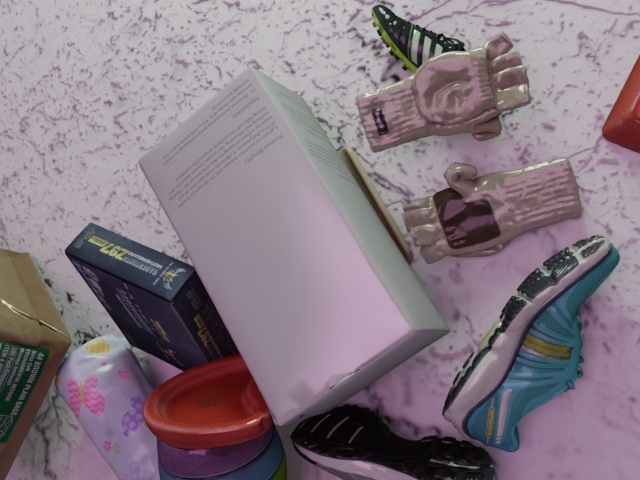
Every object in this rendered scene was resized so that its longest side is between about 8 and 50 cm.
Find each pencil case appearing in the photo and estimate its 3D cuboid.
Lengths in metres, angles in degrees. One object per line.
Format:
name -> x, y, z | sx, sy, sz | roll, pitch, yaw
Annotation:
pencil case -> -0.259, 0.259, 1.091 | 0.273, 0.113, 0.124 | 44, 97, 22

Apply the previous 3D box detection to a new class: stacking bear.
stacking bear -> -0.105, 0.310, 0.957 | 0.164, 0.175, 0.289 | -10, 109, 4

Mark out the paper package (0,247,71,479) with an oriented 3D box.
paper package -> -0.543, 0.195, 1.159 | 0.309, 0.168, 0.325 | 40, 106, 48

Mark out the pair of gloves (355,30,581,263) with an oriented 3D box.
pair of gloves -> 0.172, -0.100, 0.910 | 0.204, 0.042, 0.240 | -24, 93, 19

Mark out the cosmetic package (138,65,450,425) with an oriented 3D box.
cosmetic package -> -0.035, 0.005, 0.917 | 0.197, 0.155, 0.365 | -35, 73, 16

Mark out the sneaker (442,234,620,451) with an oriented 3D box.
sneaker -> 0.247, 0.115, 0.865 | 0.110, 0.107, 0.275 | 33, 107, 5

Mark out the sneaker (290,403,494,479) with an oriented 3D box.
sneaker -> 0.076, 0.279, 0.929 | 0.271, 0.100, 0.108 | 13, 122, 35

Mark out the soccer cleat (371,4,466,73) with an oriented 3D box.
soccer cleat -> 0.133, -0.233, 0.955 | 0.072, 0.060, 0.179 | -41, 76, 9

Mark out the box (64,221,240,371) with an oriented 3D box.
box -> -0.210, 0.092, 1.020 | 0.183, 0.232, 0.059 | 20, 60, 26

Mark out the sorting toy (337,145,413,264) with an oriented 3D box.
sorting toy -> 0.000, 0.000, 1.010 | 0.196, 0.047, 0.347 | -35, 72, 21

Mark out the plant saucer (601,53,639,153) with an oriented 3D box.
plant saucer -> 0.460, -0.179, 0.786 | 0.258, 0.048, 0.259 | 29, 99, 25
